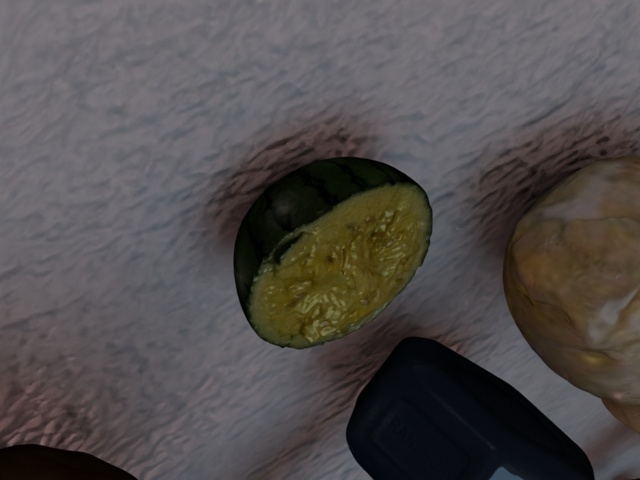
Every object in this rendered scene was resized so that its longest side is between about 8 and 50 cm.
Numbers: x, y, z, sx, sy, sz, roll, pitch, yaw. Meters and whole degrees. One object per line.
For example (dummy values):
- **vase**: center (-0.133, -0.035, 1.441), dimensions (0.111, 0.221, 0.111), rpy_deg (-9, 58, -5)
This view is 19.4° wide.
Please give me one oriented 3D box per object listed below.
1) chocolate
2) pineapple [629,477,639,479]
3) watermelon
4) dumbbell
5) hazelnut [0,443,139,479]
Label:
- **chocolate**: center (0.194, 0.039, 1.071), dimensions (0.134, 0.134, 0.309), rpy_deg (-41, 150, 10)
- **pineapple**: center (0.253, 0.168, 1.304), dimensions (0.277, 0.130, 0.119), rpy_deg (-40, 146, 0)
- **watermelon**: center (0.000, 0.000, 0.898), dimensions (0.105, 0.062, 0.105), rpy_deg (-25, 141, -23)
- **dumbbell**: center (0.015, 0.215, 1.061), dimensions (0.316, 0.144, 0.156), rpy_deg (-53, -179, 9)
- **hazelnut**: center (-0.153, 0.312, 0.849), dimensions (0.353, 0.421, 0.421), rpy_deg (3, 133, -36)
